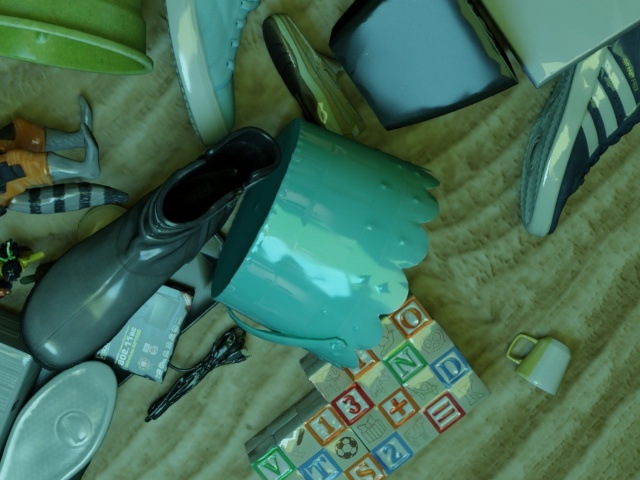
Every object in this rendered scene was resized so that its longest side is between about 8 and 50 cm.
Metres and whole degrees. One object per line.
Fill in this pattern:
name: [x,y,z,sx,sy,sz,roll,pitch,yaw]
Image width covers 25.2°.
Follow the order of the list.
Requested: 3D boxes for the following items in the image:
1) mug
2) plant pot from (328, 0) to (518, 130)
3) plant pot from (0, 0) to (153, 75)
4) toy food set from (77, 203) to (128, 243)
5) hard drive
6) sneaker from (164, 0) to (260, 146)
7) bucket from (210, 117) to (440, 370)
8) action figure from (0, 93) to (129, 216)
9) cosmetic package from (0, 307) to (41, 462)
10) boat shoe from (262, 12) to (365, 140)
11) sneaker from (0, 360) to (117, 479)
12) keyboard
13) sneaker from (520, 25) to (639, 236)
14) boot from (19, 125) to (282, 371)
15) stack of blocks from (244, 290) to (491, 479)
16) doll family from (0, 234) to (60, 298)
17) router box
mug: [0.292,0.157,1.883,0.078,0.062,0.064,33,87,-19]
plant pot: [0.114,-0.238,1.727,0.167,0.187,0.188,-33,104,13]
plant pot: [-0.303,-0.340,1.615,0.276,0.276,0.254,10,88,-10]
toy food set: [-0.261,-0.006,1.781,0.083,0.020,0.083,-20,90,3]
hard drive: [0.261,-0.370,1.725,0.210,0.040,0.319,-32,81,-1]
sneaker: [-0.112,-0.297,1.698,0.150,0.135,0.366,-7,103,-4]
bucket: [0.000,0.000,1.704,0.183,0.281,0.281,26,96,-11]
action figure: [-0.396,-0.032,1.630,0.330,0.341,0.179,-26,122,-2]
cosmetic package: [-0.419,0.210,1.743,0.107,0.127,0.238,21,103,-1]
boat shoe: [-0.004,-0.205,1.773,0.072,0.068,0.190,-34,114,-13]
sneaker: [-0.335,0.281,1.783,0.104,0.147,0.296,28,87,6]
keyboard: [-0.219,0.125,1.818,0.317,0.033,0.201,-40,97,2]
sneaker: [0.361,-0.160,1.794,0.148,0.131,0.350,17,99,-9]
boot: [-0.203,-0.002,1.643,0.118,0.222,0.338,44,66,-4]
stack of blocks: [0.046,0.214,1.843,0.297,0.087,0.171,-39,103,1]
doll family: [-0.399,0.046,1.735,0.193,0.111,0.076,-23,103,-3]
router box: [-0.218,0.105,1.781,0.092,0.038,0.123,20,94,-5]
